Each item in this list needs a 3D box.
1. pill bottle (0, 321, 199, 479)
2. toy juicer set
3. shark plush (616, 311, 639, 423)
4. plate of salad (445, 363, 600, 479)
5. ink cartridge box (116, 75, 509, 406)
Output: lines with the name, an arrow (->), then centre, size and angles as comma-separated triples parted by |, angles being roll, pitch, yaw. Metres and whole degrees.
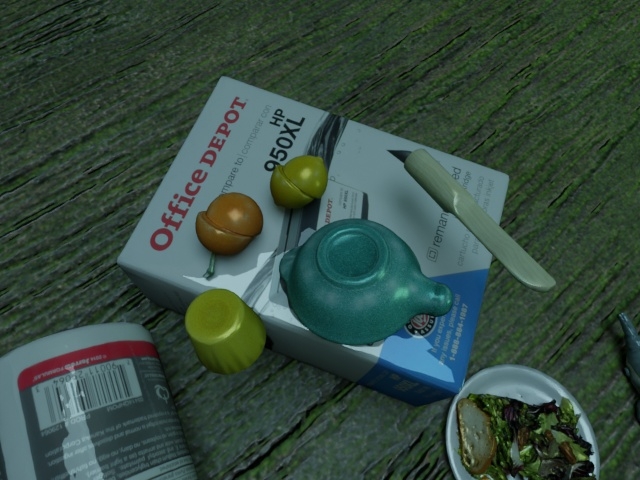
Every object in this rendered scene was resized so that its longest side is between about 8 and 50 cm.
pill bottle -> -0.212, 0.260, 0.467 | 0.176, 0.176, 0.319 | -21, 69, -14
toy juicer set -> 0.028, 0.004, 0.478 | 0.328, 0.090, 0.210 | -11, 57, -1
shark plush -> 0.456, 0.172, 0.629 | 0.073, 0.067, 0.162 | -5, 67, -8
plate of salad -> 0.257, 0.254, 0.585 | 0.199, 0.048, 0.200 | 2, 65, -5
ink cartridge box -> 0.000, 0.000, 0.607 | 0.394, 0.166, 0.286 | 20, 67, 4
